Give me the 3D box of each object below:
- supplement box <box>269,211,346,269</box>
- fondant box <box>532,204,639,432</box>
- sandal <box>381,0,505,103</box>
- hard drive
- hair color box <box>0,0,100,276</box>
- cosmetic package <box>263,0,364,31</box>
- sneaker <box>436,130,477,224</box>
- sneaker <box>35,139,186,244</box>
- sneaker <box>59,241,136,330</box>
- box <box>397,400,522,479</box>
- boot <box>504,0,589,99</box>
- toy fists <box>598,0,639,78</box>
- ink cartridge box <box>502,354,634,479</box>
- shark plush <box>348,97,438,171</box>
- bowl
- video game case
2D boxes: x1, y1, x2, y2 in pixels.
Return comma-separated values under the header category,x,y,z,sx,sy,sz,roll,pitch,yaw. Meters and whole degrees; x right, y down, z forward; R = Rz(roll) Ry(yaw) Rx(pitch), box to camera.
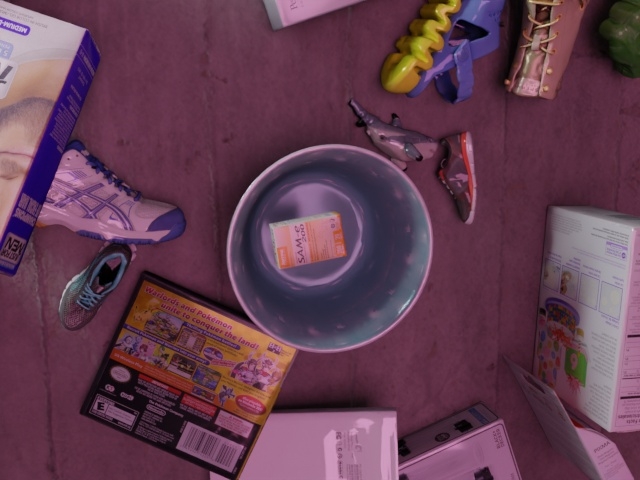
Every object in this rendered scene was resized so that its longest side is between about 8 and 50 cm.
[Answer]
category,x,y,z,sx,sy,sz,roll,pitch,yaw
supplement box,-0.018,-0.001,1.083,0.098,0.036,0.062,-12,103,-11
fondant box,0.469,0.118,1.295,0.096,0.238,0.330,0,101,-15
sandal,0.230,-0.343,1.210,0.138,0.126,0.317,31,101,-22
hard drive,-0.026,0.379,1.268,0.308,0.040,0.203,-2,93,4
hair color box,-0.443,-0.142,1.018,0.185,0.110,0.338,18,82,-2
cosmetic package,0.007,-0.533,1.122,0.285,0.097,0.377,-21,105,-7
sneaker,0.229,-0.104,1.295,0.065,0.061,0.157,-4,103,14
sneaker,-0.336,-0.075,1.119,0.297,0.112,0.130,10,98,-17
sneaker,-0.341,0.068,1.165,0.065,0.076,0.166,33,92,-17
box,0.200,0.425,1.368,0.290,0.087,0.169,-23,106,-9
boot,0.340,-0.323,1.189,0.095,0.262,0.203,21,101,24
toy fists,0.574,-0.406,1.273,0.279,0.096,0.142,-42,142,-3
ink cartridge box,0.430,0.307,1.349,0.066,0.189,0.232,-29,106,-8
shark plush,0.113,-0.176,1.259,0.161,0.073,0.067,30,73,2
bowl,0.000,0.000,1.192,0.312,0.163,0.311,-3,103,-14
video game case,-0.204,0.216,1.221,0.275,0.035,0.248,25,95,-3
